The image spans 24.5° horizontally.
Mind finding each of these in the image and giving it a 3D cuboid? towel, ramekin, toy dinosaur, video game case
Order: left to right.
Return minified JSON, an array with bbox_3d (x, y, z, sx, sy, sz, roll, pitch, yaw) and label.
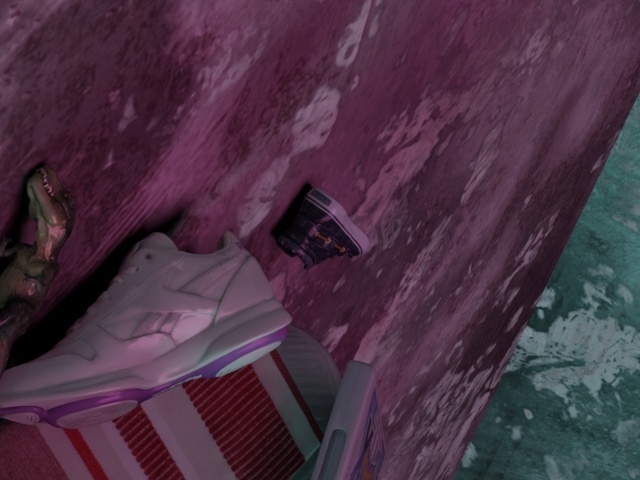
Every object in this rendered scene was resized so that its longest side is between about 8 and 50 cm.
[{"bbox_3d":[-0.273,0.068,1.213,0.268,0.064,0.118,-60,168,25],"label":"toy dinosaur"},{"bbox_3d":[-0.163,0.206,1.487,0.329,0.237,0.037,-37,-162,-31],"label":"towel"},{"bbox_3d":[-0.086,0.189,1.676,0.207,0.207,0.109,-58,153,8],"label":"ramekin"},{"bbox_3d":[0.013,0.323,1.647,0.329,0.036,0.300,80,26,-66],"label":"video game case"}]

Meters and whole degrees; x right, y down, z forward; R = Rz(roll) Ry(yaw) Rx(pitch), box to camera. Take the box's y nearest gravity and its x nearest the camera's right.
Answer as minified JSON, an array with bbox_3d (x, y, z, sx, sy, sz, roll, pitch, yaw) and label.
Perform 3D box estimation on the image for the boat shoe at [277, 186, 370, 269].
[{"bbox_3d":[0.000,0.000,1.787,0.083,0.065,0.183,-51,156,-4],"label":"boat shoe"}]

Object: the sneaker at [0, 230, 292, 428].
[{"bbox_3d":[-0.185,0.083,1.407,0.305,0.152,0.114,-19,168,-28],"label":"sneaker"}]
